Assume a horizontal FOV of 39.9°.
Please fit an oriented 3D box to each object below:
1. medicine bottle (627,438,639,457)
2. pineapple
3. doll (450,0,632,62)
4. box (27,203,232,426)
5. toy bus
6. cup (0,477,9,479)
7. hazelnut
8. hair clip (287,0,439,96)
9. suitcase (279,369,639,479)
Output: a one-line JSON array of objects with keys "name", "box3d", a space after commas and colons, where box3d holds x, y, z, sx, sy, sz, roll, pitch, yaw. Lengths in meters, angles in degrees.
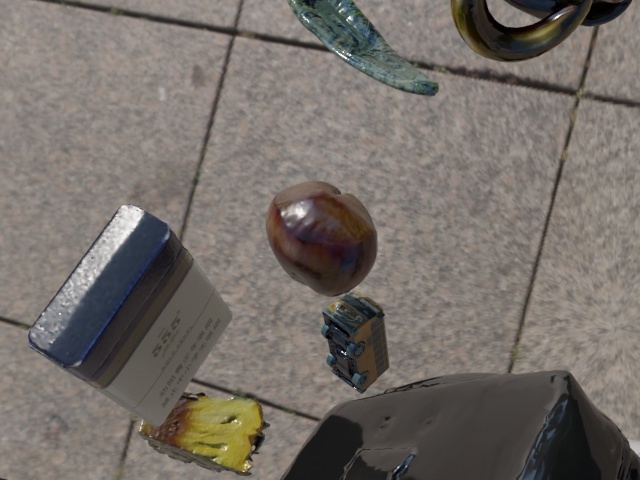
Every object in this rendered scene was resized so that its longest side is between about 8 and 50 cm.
[{"name": "medicine bottle", "box3d": [0.419, 0.339, 1.212, 0.341, 0.130, 0.130, -5, 81, 56]}, {"name": "pineapple", "box3d": [-0.199, 0.297, 1.374, 0.236, 0.186, 0.115, -8, 55, 34]}, {"name": "doll", "box3d": [0.221, -0.342, 0.741, 0.317, 0.340, 0.209, -26, 56, -22]}, {"name": "box", "box3d": [-0.188, 0.089, 0.933, 0.071, 0.259, 0.168, 27, 72, 20]}, {"name": "toy bus", "box3d": [0.068, 0.181, 1.612, 0.103, 0.182, 0.091, -37, 50, -26]}, {"name": "cup", "box3d": [-0.352, 0.321, 0.699, 0.254, 0.178, 0.256, 23, 119, -9]}, {"name": "hazelnut", "box3d": [0.000, 0.000, 1.418, 0.204, 0.178, 0.178, 34, 96, 31]}, {"name": "hair clip", "box3d": [0.042, -0.203, 0.899, 0.066, 0.036, 0.229, -24, 53, -26]}, {"name": "suitcase", "box3d": [0.061, 0.253, 0.649, 0.188, 0.345, 0.339, 43, 59, -12]}]
